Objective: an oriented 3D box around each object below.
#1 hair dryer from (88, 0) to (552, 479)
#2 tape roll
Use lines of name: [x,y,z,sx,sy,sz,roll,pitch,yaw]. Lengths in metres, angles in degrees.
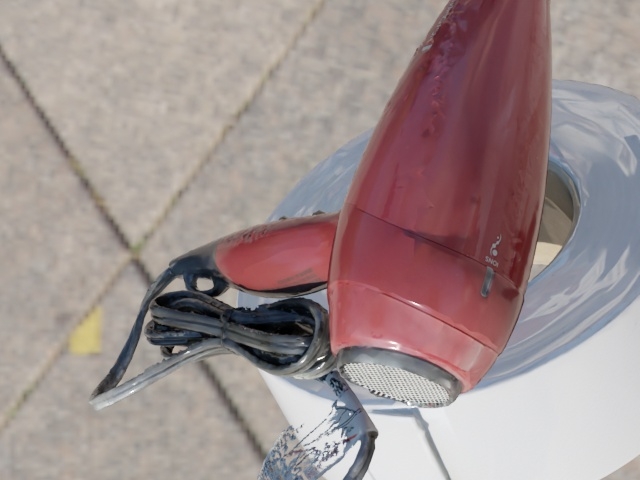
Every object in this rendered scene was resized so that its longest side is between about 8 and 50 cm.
hair dryer: [0.000,0.000,0.799,0.293,0.080,0.223,-49,40,12]
tape roll: [0.096,0.030,1.127,0.286,0.100,0.286,-17,37,13]
